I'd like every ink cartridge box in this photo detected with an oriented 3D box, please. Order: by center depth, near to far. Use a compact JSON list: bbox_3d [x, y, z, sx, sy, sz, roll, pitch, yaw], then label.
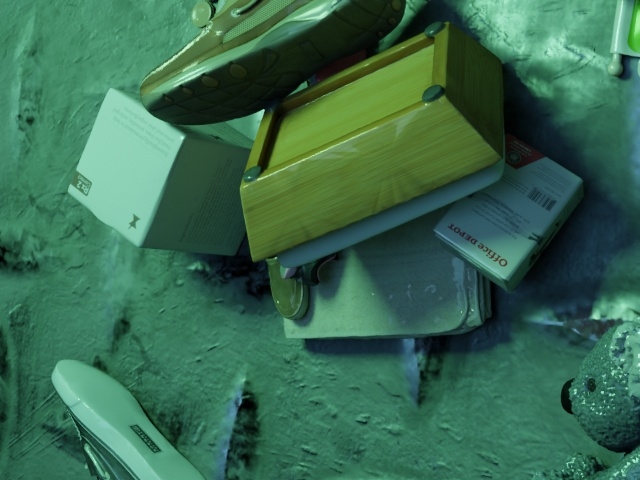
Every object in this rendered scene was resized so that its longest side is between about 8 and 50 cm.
[{"bbox_3d":[0.199,-0.028,1.208,0.099,0.056,0.135,36,84,22],"label":"ink cartridge box"}]

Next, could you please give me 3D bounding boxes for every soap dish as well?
[{"bbox_3d":[0.053,-0.108,1.234,0.290,0.118,0.229,-22,28,22],"label":"soap dish"}]

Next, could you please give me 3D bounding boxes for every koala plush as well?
[{"bbox_3d":[0.305,0.179,1.082,0.203,0.196,0.221,0,85,24],"label":"koala plush"}]

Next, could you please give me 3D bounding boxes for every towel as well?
[{"bbox_3d":[0.072,0.021,1.339,0.282,0.049,0.187,-5,82,36],"label":"towel"}]

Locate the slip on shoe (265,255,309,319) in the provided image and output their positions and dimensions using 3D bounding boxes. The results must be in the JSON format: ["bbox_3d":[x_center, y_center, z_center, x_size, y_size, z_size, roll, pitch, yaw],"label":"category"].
[{"bbox_3d":[-0.047,0.028,1.370,0.051,0.041,0.135,-10,79,37],"label":"slip on shoe"}]

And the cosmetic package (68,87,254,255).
[{"bbox_3d":[-0.185,-0.084,1.447,0.151,0.183,0.151,33,105,32],"label":"cosmetic package"}]

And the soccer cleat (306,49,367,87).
[{"bbox_3d":[0.003,-0.258,1.399,0.095,0.083,0.248,-11,78,48],"label":"soccer cleat"}]

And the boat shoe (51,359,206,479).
[{"bbox_3d":[-0.272,0.282,1.533,0.301,0.108,0.102,40,107,24],"label":"boat shoe"}]

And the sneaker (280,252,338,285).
[{"bbox_3d":[0.000,0.000,1.342,0.057,0.047,0.119,27,84,-9],"label":"sneaker"}]

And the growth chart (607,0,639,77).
[{"bbox_3d":[0.401,-0.245,1.141,0.237,0.021,0.172,-2,84,38],"label":"growth chart"}]

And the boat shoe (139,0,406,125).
[{"bbox_3d":[-0.062,-0.238,1.311,0.324,0.123,0.116,-25,64,6],"label":"boat shoe"}]

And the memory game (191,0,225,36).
[{"bbox_3d":[-0.098,-0.303,1.510,0.186,0.012,0.186,-4,84,35],"label":"memory game"}]
